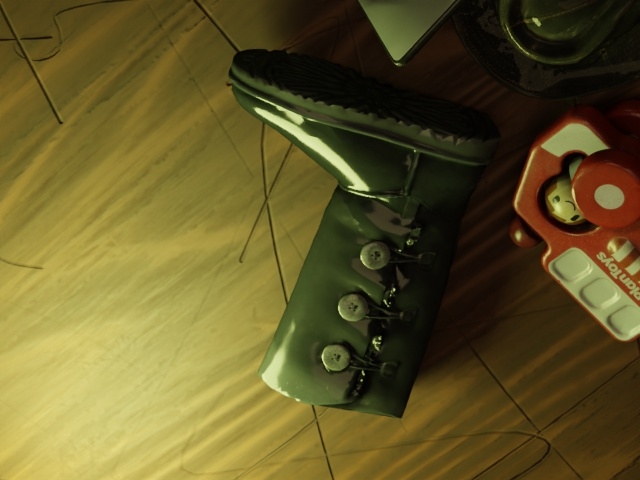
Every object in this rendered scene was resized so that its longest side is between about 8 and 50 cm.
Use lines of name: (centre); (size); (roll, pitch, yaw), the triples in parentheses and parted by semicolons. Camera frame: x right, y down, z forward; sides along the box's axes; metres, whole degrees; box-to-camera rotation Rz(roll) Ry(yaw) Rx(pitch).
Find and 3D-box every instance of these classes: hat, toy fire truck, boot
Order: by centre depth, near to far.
hat: (0.316, -0.308, 1.812); (0.331, 0.134, 0.331); (3, 111, 7)
toy fire truck: (0.378, -0.021, 1.914); (0.302, 0.169, 0.254); (42, 130, -8)
boot: (0.002, 0.001, 1.984); (0.367, 0.146, 0.445); (19, 117, 2)

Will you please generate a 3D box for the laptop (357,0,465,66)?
laptop: (0.078, -0.496, 1.721); (0.236, 0.408, 0.382); (25, 118, -40)
